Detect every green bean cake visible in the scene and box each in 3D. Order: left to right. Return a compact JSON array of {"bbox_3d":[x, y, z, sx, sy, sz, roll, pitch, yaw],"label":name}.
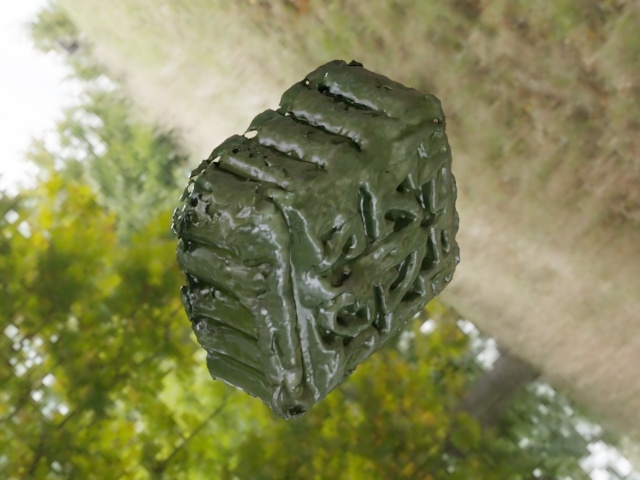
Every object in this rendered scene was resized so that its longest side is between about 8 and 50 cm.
[{"bbox_3d":[0.000,0.000,1.188,0.132,0.255,0.241,27,140,33],"label":"green bean cake"}]
